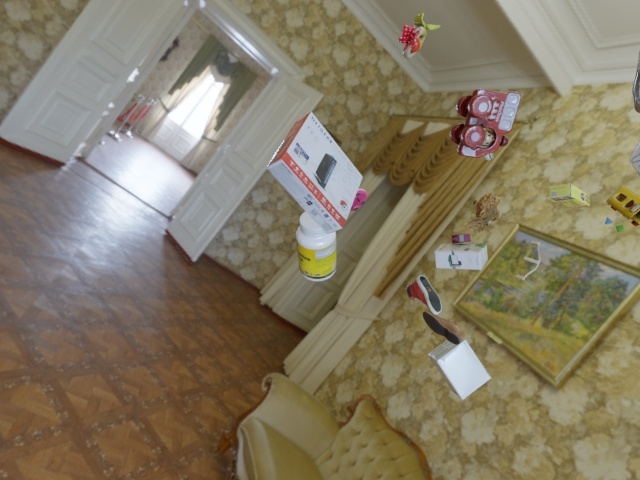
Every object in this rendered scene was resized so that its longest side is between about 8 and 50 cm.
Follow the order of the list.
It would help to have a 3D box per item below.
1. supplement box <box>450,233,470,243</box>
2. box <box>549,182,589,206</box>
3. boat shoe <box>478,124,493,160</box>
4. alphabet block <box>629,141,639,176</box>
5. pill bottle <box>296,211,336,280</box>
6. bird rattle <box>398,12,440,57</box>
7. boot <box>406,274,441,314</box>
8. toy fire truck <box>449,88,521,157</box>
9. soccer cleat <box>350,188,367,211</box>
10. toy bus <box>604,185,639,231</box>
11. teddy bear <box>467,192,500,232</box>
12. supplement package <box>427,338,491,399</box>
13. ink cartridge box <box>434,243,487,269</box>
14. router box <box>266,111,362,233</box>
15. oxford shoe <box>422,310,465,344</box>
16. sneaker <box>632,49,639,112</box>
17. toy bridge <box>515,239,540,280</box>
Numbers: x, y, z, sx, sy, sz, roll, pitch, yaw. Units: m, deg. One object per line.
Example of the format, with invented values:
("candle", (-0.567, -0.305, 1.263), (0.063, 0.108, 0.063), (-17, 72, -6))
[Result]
("supplement box", (0.709, -0.009, 2.053), (0.054, 0.043, 0.083), (-1, -5, -36))
("box", (1.097, -0.194, 1.781), (0.232, 0.058, 0.087), (10, -10, -39))
("boat shoe", (0.970, -0.590, 2.459), (0.113, 0.103, 0.303), (47, 33, -42))
("alphabet block", (1.565, -0.387, 1.819), (0.193, 0.193, 0.197), (5, -43, 8))
("pill bottle", (-0.019, 0.022, 1.921), (0.188, 0.187, 0.334), (41, -32, 36))
("bird rattle", (0.496, -1.033, 2.092), (0.143, 0.254, 0.207), (31, -23, 10))
("boot", (0.611, 0.353, 2.419), (0.088, 0.176, 0.245), (-8, 60, -30))
("toy fire truck", (0.741, -0.518, 1.808), (0.253, 0.303, 0.169), (6, 18, -7))
("soccer cleat", (0.084, -0.183, 2.110), (0.116, 0.331, 0.143), (50, 11, -36))
("toy bus", (1.302, -0.134, 1.683), (0.202, 0.191, 0.104), (-2, -3, 37))
("teddy bear", (0.934, -0.161, 2.309), (0.337, 0.245, 0.113), (6, 38, -53))
("supplement package", (0.769, 0.700, 2.257), (0.262, 0.204, 0.145), (56, -6, -2))
("ink cartridge box", (0.694, 0.077, 2.001), (0.219, 0.093, 0.160), (0, 14, 34))
("router box", (-0.006, -0.246, 1.469), (0.082, 0.301, 0.335), (-20, -55, 40))
("oxford shoe", (0.566, 0.390, 1.862), (0.212, 0.076, 0.076), (36, -40, 33))
("sneaker", (1.197, -0.601, 1.486), (0.100, 0.272, 0.108), (5, -1, 7))
("toy bridge", (0.919, 0.088, 1.762), (0.063, 0.188, 0.026), (24, -4, 34))
